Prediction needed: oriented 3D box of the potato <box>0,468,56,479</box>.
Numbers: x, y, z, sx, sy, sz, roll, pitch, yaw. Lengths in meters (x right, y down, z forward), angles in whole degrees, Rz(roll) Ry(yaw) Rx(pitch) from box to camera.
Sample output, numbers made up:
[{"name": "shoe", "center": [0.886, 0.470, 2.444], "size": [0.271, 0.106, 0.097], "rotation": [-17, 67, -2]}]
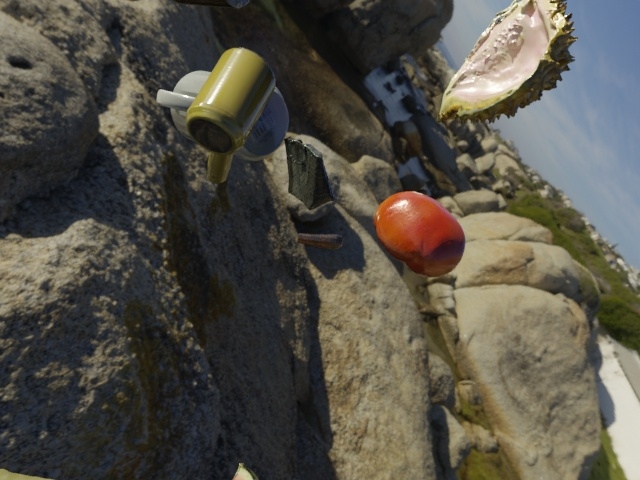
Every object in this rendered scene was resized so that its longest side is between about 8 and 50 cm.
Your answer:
[{"name": "potato", "center": [-0.229, 0.246, 0.206], "size": [0.269, 0.255, 0.112], "rotation": [32, 5, -22]}]

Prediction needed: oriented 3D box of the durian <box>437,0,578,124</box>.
[{"name": "durian", "center": [0.365, -0.313, 0.803], "size": [0.185, 0.305, 0.195], "rotation": [43, 18, -12]}]

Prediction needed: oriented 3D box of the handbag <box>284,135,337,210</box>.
[{"name": "handbag", "center": [-0.039, -0.194, 1.200], "size": [0.270, 0.089, 0.175], "rotation": [-137, -150, -58]}]

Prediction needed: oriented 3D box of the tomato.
[{"name": "tomato", "center": [0.267, -0.022, 1.153], "size": [0.260, 0.180, 0.260], "rotation": [34, 20, -14]}]

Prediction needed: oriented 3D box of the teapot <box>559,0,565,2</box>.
[{"name": "teapot", "center": [0.616, -0.738, 1.130], "size": [0.239, 0.162, 0.149], "rotation": [7, 89, -76]}]

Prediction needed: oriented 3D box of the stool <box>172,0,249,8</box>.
[{"name": "stool", "center": [-0.258, -0.506, 0.736], "size": [0.179, 0.264, 0.179], "rotation": [12, 90, -75]}]

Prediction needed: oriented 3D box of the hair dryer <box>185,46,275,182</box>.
[{"name": "hair dryer", "center": [-0.159, -0.163, 0.701], "size": [0.090, 0.278, 0.135], "rotation": [24, 63, -10]}]

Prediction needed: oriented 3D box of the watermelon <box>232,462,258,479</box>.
[{"name": "watermelon", "center": [-0.202, 0.667, 1.017], "size": [0.119, 0.063, 0.245], "rotation": [24, 71, -4]}]

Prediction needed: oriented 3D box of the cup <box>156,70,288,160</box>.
[{"name": "cup", "center": [-0.305, -0.390, 1.300], "size": [0.327, 0.236, 0.323], "rotation": [26, 17, 38]}]

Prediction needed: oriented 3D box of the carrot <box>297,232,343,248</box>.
[{"name": "carrot", "center": [0.000, 0.000, 0.878], "size": [0.032, 0.093, 0.032], "rotation": [5, 90, -84]}]
